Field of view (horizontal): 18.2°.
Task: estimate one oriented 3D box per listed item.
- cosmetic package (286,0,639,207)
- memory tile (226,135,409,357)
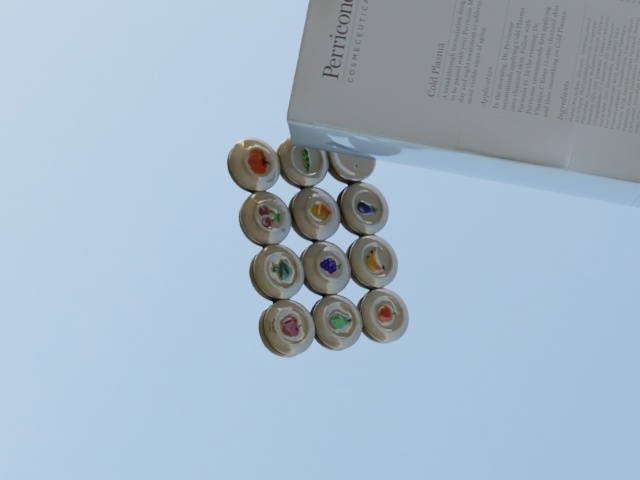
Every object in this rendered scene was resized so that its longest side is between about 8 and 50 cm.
[{"bbox_3d":[0.151,-0.223,1.277,0.284,0.097,0.377,11,-98,1],"label":"cosmetic package"},{"bbox_3d":[0.000,0.000,1.300,0.012,0.113,0.148,-29,-111,56],"label":"memory tile"}]
